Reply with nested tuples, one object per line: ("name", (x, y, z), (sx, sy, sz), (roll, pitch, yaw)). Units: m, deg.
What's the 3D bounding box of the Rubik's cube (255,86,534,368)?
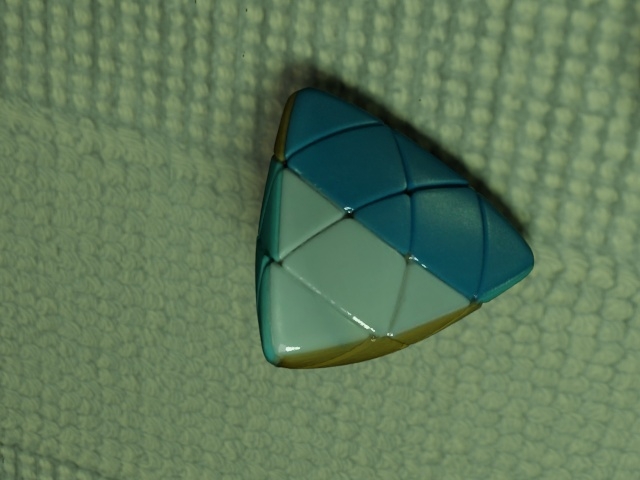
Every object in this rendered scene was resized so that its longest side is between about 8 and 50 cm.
("Rubik's cube", (0.000, 0.000, 1.374), (0.254, 0.254, 0.254), (12, 125, 17))
